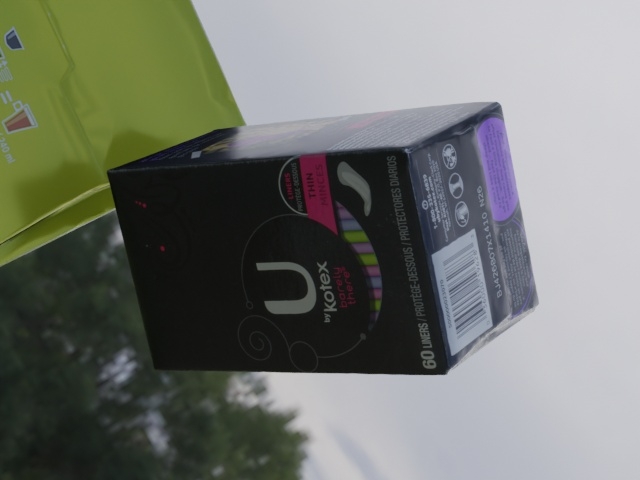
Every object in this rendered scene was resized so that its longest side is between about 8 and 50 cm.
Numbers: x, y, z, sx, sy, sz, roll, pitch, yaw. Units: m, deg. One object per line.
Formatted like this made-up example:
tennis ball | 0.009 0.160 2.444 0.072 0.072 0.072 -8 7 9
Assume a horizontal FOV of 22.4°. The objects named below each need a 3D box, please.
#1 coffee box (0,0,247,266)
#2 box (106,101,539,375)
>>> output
coffee box | -0.322 -0.161 1.483 0.337 0.338 0.334 66 -22 -10
box | 0.000 0.000 1.192 0.270 0.143 0.165 -3 -75 36
